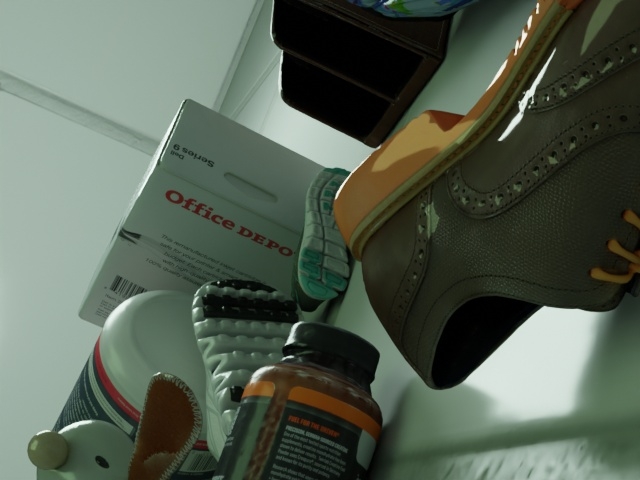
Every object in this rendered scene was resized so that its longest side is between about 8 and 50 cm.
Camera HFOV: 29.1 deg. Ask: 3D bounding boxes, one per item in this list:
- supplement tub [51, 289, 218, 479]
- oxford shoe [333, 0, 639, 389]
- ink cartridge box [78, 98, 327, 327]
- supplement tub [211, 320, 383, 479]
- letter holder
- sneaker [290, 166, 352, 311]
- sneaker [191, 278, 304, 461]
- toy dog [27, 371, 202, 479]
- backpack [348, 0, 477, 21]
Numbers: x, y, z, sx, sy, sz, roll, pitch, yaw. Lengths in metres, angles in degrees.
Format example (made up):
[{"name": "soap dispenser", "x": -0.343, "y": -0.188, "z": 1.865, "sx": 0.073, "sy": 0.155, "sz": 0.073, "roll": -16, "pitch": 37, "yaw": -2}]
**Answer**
[{"name": "supplement tub", "x": -0.179, "y": 0.205, "z": 1.294, "sx": 0.272, "sy": 0.191, "sz": 0.191, "roll": -59, "pitch": 14, "yaw": 31}, {"name": "oxford shoe", "x": 0.148, "y": -0.043, "z": 0.590, "sx": 0.363, "sy": 0.130, "sz": 0.133, "roll": -43, "pitch": 57, "yaw": 47}, {"name": "ink cartridge box", "x": -0.122, "y": 0.010, "z": 1.388, "sx": 0.289, "sy": 0.211, "sz": 0.121, "roll": -53, "pitch": 16, "yaw": 44}, {"name": "supplement tub", "x": -0.018, "y": 0.160, "z": 0.872, "sx": 0.106, "sy": 0.106, "sz": 0.198, "roll": -39, "pitch": 29, "yaw": 66}, {"name": "letter holder", "x": 0.023, "y": -0.288, "z": 1.312, "sx": 0.152, "sy": 0.214, "sz": 0.302, "roll": -53, "pitch": 18, "yaw": 48}, {"name": "sneaker", "x": 0.000, "y": 0.000, "z": 1.230, "sx": 0.076, "sy": 0.065, "sz": 0.166, "roll": 123, "pitch": 168, "yaw": -53}, {"name": "sneaker", "x": -0.068, "y": 0.135, "z": 1.120, "sx": 0.292, "sy": 0.110, "sz": 0.118, "roll": -105, "pitch": 24, "yaw": -58}, {"name": "toy dog", "x": -0.103, "y": 0.192, "z": 0.719, "sx": 0.333, "sy": 0.161, "sz": 0.220, "roll": 1, "pitch": 58, "yaw": 40}, {"name": "backpack", "x": 0.096, "y": -0.318, "z": 0.984, "sx": 0.355, "sy": 0.273, "sz": 0.290, "roll": -161, "pitch": 65, "yaw": -63}]
